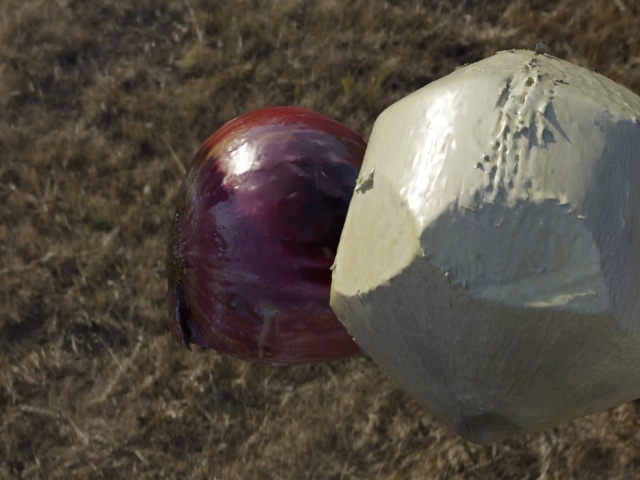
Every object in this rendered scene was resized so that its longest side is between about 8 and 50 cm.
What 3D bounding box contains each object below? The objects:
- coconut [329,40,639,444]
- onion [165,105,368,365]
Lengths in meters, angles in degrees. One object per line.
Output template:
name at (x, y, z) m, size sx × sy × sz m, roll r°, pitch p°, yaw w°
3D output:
coconut at (0.127, 0.013, 0.687) m, size 0.244 × 0.245 × 0.247 m, roll 15°, pitch 64°, yaw 7°
onion at (-0.026, -0.006, 0.944) m, size 0.272 × 0.230 × 0.256 m, roll -23°, pitch 83°, yaw -21°
